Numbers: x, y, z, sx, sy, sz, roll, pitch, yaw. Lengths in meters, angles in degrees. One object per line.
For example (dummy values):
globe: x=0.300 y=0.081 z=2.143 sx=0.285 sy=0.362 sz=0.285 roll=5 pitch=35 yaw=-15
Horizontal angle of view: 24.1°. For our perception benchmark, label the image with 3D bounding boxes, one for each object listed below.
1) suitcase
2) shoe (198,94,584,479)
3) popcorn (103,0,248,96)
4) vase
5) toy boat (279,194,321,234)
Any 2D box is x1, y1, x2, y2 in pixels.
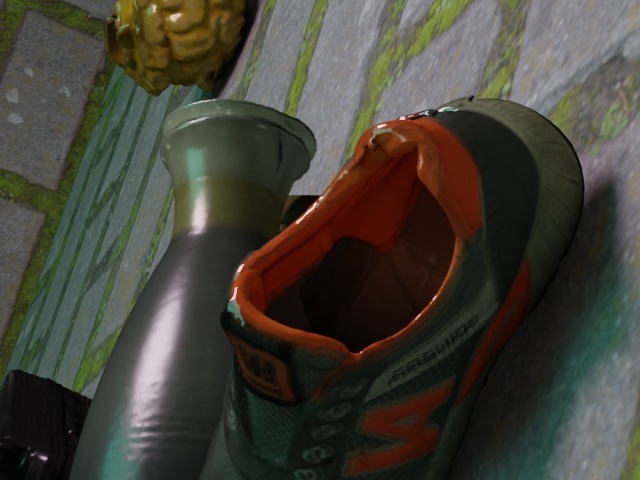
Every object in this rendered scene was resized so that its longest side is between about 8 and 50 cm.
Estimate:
suitcase: x=-0.378 y=0.317 z=1.893 sx=0.229 sy=0.152 sz=0.335 roll=-65 pitch=15 yaw=7
shoe: x=0.003 y=0.069 z=0.807 sx=0.132 sy=0.171 sz=0.336 roll=41 pitch=110 yaw=28
popcorn: x=-0.203 y=-0.318 z=2.132 sx=0.250 sy=0.190 sz=0.250 roll=-161 pitch=90 yaw=-82
vase: x=-0.078 y=0.064 z=1.070 sx=0.173 sy=0.173 sz=0.321 roll=135 pitch=144 yaw=-56
toy boat: x=0.000 y=0.000 z=1.197 sx=0.206 sy=0.064 sz=0.072 roll=-173 pitch=91 yaw=-72
